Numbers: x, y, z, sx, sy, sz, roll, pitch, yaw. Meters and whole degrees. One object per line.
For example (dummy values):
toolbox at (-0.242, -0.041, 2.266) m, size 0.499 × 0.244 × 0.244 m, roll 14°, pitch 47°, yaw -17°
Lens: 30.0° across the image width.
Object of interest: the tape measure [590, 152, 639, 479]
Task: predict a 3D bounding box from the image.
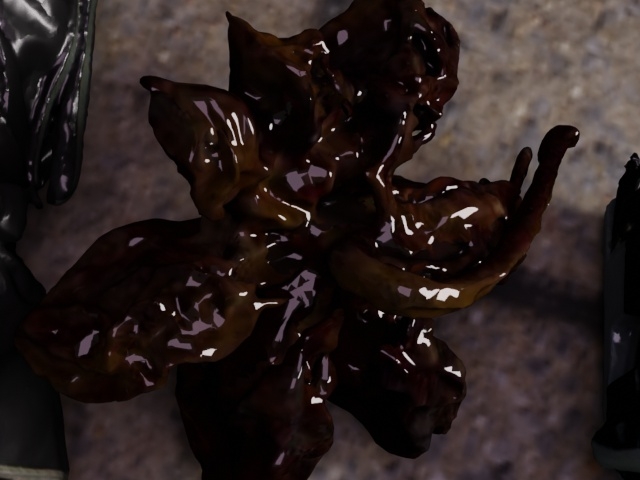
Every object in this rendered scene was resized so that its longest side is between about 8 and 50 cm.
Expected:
tape measure at (0.204, 0.064, 0.493) m, size 0.182 × 0.107 × 0.181 m, roll 14°, pitch 72°, yaw -2°

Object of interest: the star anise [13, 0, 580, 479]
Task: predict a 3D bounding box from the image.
star anise at (0.000, 0.000, 0.458) m, size 0.190 × 0.126 × 0.220 m, roll 32°, pitch 82°, yaw -22°

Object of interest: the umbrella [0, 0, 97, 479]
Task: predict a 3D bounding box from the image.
umbrella at (-0.144, -0.002, 0.469) m, size 0.106 × 0.113 × 0.358 m, roll 8°, pitch 74°, yaw 19°
